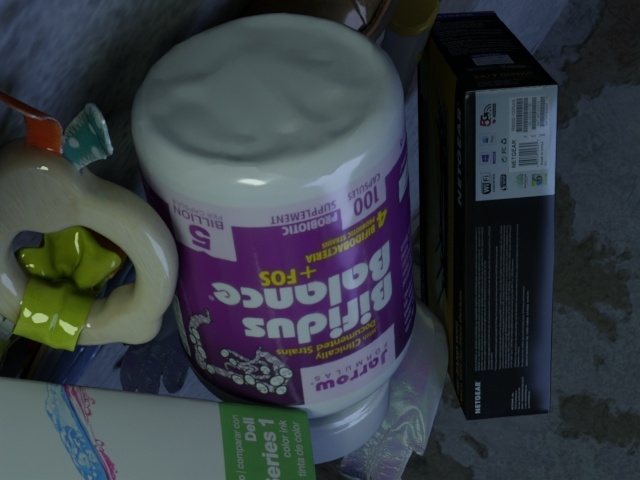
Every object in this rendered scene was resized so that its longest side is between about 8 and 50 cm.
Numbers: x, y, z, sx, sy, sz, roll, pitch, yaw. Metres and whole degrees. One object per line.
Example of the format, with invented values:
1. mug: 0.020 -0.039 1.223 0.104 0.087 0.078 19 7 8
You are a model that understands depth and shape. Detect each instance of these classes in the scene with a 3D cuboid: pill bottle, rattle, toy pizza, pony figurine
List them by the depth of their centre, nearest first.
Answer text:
1. rattle: -0.140 -0.041 0.785 0.142 0.130 0.199 -61 152 -44
2. pill bottle: -0.021 0.014 0.892 0.169 0.169 0.301 -48 147 -34
3. toy pizza: -0.181 0.059 0.982 0.201 0.032 0.201 -60 179 -1
4. pony figurine: 0.000 0.000 1.173 0.351 0.303 0.363 -59 160 -30

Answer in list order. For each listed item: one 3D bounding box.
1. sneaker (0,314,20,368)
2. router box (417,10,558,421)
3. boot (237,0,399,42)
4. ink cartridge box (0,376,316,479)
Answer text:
1. sneaker: -0.220 0.064 0.898 0.035 0.031 0.083 -18 -147 58
2. router box: 0.146 -0.030 1.205 0.243 0.081 0.308 -103 -170 -66
3. boot: 0.012 -0.216 0.930 0.305 0.112 0.115 -48 140 -6
4. ink cartridge box: -0.164 0.194 0.854 0.201 0.278 0.117 117 -26 -43
